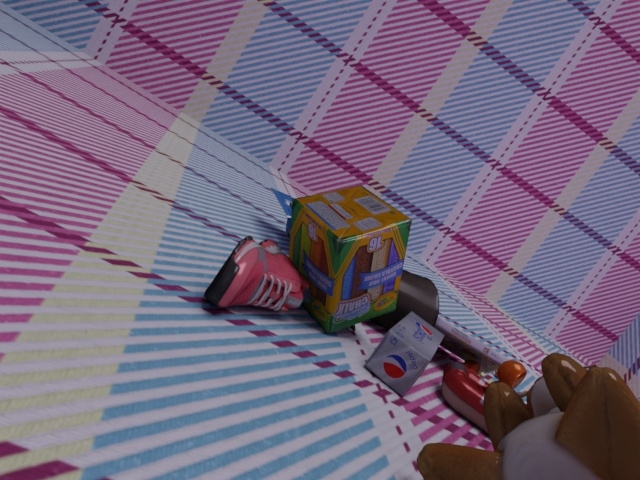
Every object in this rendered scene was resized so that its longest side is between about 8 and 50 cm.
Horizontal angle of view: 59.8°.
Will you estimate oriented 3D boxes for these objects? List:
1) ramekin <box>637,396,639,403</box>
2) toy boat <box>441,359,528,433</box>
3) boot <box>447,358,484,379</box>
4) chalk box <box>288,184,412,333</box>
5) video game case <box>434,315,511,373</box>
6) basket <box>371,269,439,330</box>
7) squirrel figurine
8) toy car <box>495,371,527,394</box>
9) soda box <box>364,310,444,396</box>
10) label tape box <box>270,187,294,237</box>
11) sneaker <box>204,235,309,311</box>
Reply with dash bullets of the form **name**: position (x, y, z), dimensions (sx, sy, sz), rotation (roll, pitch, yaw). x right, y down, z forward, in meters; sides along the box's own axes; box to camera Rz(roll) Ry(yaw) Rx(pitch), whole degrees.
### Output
- **ramekin**: position (0.890, 0.537, 1.420), dimensions (0.135, 0.277, 0.277), rotation (8, 27, -49)
- **toy boat**: position (0.378, 0.319, 1.170), dimensions (0.231, 0.151, 0.151), rotation (35, 11, 8)
- **boot**: position (0.352, 0.318, 1.368), dimensions (0.085, 0.059, 0.158), rotation (30, 11, 8)
- **chalk box**: position (0.047, 0.060, 1.154), dimensions (0.179, 0.288, 0.180), rotation (-14, 35, -29)
- **video game case**: position (0.365, 0.272, 1.433), dimensions (0.207, 0.026, 0.227), rotation (31, -13, 12)
- **basket**: position (0.153, 0.129, 1.377), dimensions (0.227, 0.154, 0.204), rotation (26, 27, -19)
- **squirrel figurine**: position (0.394, 0.358, 0.796), dimensions (0.396, 0.281, 0.370), rotation (55, 19, 20)
- **toy car**: position (0.549, 0.398, 1.602), dimensions (0.041, 0.060, 0.122), rotation (-10, 26, -27)
- **soda box**: position (0.184, 0.228, 1.167), dimensions (0.098, 0.091, 0.286), rotation (37, 11, 14)
- **label tape box**: position (0.000, 0.000, 1.605), dimensions (0.348, 0.115, 0.249), rotation (26, 12, -24)
- **sneaker**: position (-0.091, 0.071, 0.992), dimensions (0.136, 0.115, 0.314), rotation (36, 11, 7)
